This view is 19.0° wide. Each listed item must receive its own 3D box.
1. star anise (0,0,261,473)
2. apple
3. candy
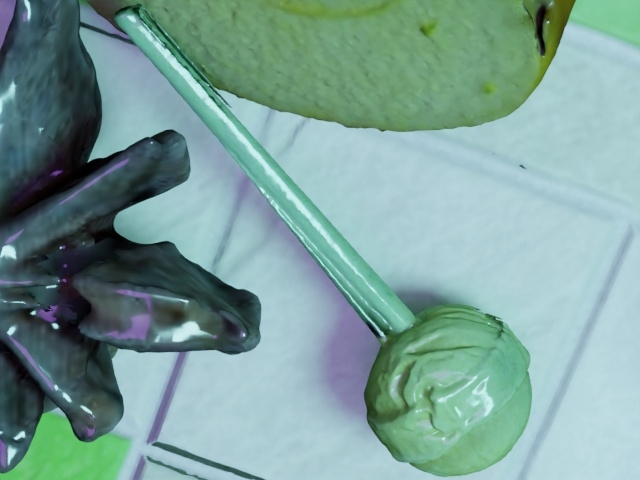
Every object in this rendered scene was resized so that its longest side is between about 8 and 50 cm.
[{"bbox_3d":[-0.194,0.004,1.055,0.359,0.139,0.316,17,100,13],"label":"star anise"},{"bbox_3d":[-0.022,-0.200,0.947,0.346,0.179,0.254,30,94,-8],"label":"apple"},{"bbox_3d":[0.000,0.000,1.037,0.093,0.092,0.335,-28,114,33],"label":"candy"}]
